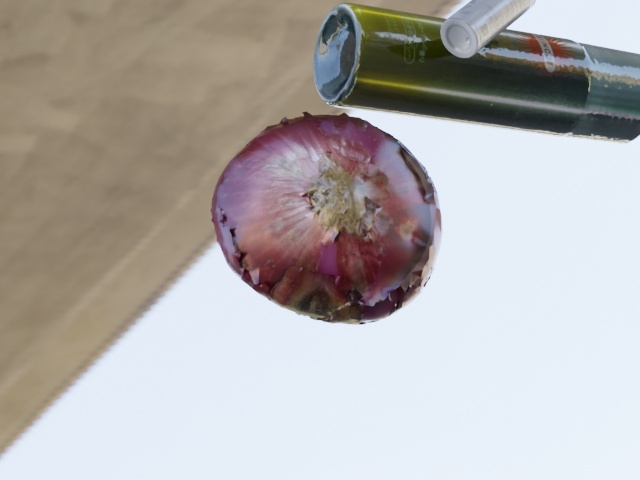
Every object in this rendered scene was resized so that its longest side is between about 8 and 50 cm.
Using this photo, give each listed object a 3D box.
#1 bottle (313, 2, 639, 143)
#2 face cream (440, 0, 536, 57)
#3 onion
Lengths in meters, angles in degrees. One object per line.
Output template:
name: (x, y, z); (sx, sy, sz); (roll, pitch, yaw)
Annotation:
bottle: (0.138, -0.131, 1.262); (0.286, 0.082, 0.082); (5, -33, -27)
face cream: (0.140, -0.181, 1.190); (0.130, 0.034, 0.034); (-40, -9, -37)
onion: (0.000, 0.000, 1.029); (0.150, 0.150, 0.140); (-10, -24, -17)
